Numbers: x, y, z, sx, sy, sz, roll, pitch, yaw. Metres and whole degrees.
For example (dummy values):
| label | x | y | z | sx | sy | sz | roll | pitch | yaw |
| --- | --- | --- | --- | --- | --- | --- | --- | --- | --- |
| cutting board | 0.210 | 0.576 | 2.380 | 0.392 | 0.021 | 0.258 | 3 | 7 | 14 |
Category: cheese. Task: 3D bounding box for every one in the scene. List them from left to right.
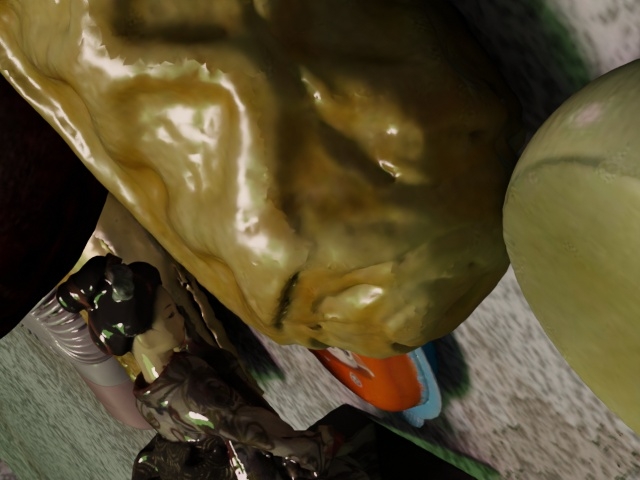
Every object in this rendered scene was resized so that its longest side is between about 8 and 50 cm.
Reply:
| label | x | y | z | sx | sy | sz | roll | pitch | yaw |
| --- | --- | --- | --- | --- | --- | --- | --- | --- | --- |
| cheese | 0.000 | 0.000 | 0.760 | 0.106 | 0.037 | 0.256 | 30 | 154 | 42 |

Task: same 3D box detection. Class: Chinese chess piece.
| label | x | y | z | sx | sy | sz | roll | pitch | yaw |
| --- | --- | --- | --- | --- | --- | --- | --- | --- | --- |
| Chinese chess piece | 0.120 | 0.012 | 0.490 | 0.144 | 0.058 | 0.144 | 40 | 158 | 20 |

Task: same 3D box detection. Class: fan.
| label | x | y | z | sx | sy | sz | roll | pitch | yaw |
| --- | --- | --- | --- | --- | --- | --- | --- | --- | --- |
| fan | -0.164 | 0.058 | 1.197 | 0.130 | 0.074 | 0.244 | 28 | 158 | 33 |

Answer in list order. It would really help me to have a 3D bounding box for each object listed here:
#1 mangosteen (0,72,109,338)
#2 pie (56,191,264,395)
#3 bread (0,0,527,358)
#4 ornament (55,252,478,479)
| label | x | y | z | sx | sy | sz | roll | pitch | yaw |
| --- | --- | --- | --- | --- | --- | --- | --- | --- | --- |
| mangosteen | -0.244 | -0.066 | 0.783 | 0.297 | 0.293 | 0.297 | 22 | 122 | 40 |
| pie | -0.143 | -0.005 | 1.031 | 0.282 | 0.068 | 0.128 | 56 | 160 | -6 |
| bread | -0.037 | -0.077 | 0.565 | 0.268 | 0.130 | 0.152 | 49 | -162 | 0 |
| ornament | -0.048 | 0.077 | 0.839 | 0.166 | 0.153 | 0.196 | 20 | 142 | 60 |
